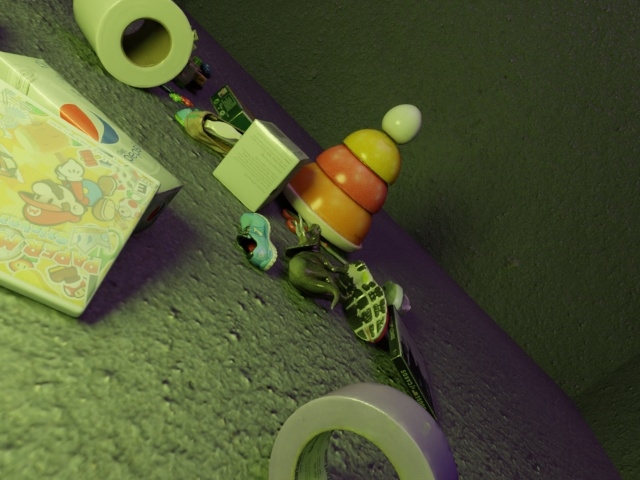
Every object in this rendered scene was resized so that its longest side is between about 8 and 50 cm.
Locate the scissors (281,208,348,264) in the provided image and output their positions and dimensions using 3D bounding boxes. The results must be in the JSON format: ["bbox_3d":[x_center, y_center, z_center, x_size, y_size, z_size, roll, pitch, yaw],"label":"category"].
[{"bbox_3d":[0.000,0.000,1.236,0.297,0.021,0.109,33,18,-28],"label":"scissors"}]

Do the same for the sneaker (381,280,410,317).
[{"bbox_3d":[0.224,0.181,1.179,0.091,0.094,0.258,42,11,2],"label":"sneaker"}]

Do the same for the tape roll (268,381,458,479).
[{"bbox_3d":[0.043,0.255,0.428,0.189,0.189,0.080,52,17,24],"label":"tape roll"}]

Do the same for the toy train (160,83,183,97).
[{"bbox_3d":[-0.473,-0.471,1.270,0.083,0.017,0.024,35,30,-29],"label":"toy train"}]

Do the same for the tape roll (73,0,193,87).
[{"bbox_3d":[-0.484,-0.555,1.048,0.169,0.246,0.246,51,18,23],"label":"tape roll"}]

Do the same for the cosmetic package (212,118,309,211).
[{"bbox_3d":[-0.153,-0.200,1.072,0.151,0.184,0.151,43,16,-2],"label":"cosmetic package"}]

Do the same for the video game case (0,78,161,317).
[{"bbox_3d":[-0.322,-0.055,0.444,0.227,0.026,0.206,36,47,-27],"label":"video game case"}]

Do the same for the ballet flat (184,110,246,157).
[{"bbox_3d":[-0.241,-0.279,1.176,0.316,0.108,0.106,20,-13,-41],"label":"ballet flat"}]

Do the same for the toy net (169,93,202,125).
[{"bbox_3d":[-0.370,-0.376,1.241,0.122,0.045,0.232,46,15,13],"label":"toy net"}]

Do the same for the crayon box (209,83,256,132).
[{"bbox_3d":[-0.230,-0.361,1.392,0.318,0.081,0.202,44,11,-50],"label":"crayon box"}]

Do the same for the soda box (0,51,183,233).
[{"bbox_3d":[-0.357,-0.140,0.601,0.286,0.098,0.091,43,17,-7],"label":"soda box"}]

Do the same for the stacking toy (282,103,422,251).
[{"bbox_3d":[0.140,-0.230,1.287,0.350,0.480,0.350,42,12,-11],"label":"stacking toy"}]

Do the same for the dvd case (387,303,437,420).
[{"bbox_3d":[0.210,0.278,0.952,0.179,0.029,0.239,60,13,-12],"label":"dvd case"}]

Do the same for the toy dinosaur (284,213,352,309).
[{"bbox_3d":[-0.018,0.079,0.899,0.160,0.121,0.313,28,24,-12],"label":"toy dinosaur"}]

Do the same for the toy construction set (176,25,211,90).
[{"bbox_3d":[-0.503,-0.664,1.467,0.215,0.151,0.328,34,30,-29],"label":"toy construction set"}]

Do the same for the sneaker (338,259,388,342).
[{"bbox_3d":[0.129,0.159,1.030,0.118,0.107,0.279,51,16,-28],"label":"sneaker"}]

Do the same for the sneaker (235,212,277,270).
[{"bbox_3d":[-0.144,-0.010,0.852,0.073,0.063,0.162,25,25,-41],"label":"sneaker"}]
